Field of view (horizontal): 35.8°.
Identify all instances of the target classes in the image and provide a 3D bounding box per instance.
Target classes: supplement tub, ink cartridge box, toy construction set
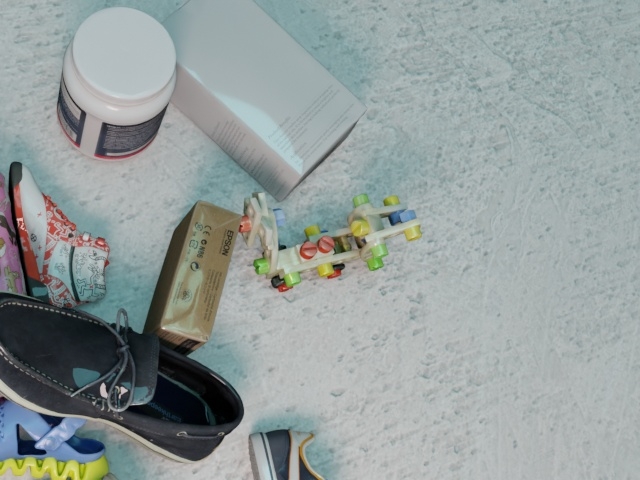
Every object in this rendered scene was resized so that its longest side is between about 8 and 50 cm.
[{"bbox_3d":[-0.356,-0.266,1.724,0.191,0.272,0.191,5,72,-17],"label":"supplement tub"},{"bbox_3d":[-0.225,0.072,1.703,0.088,0.193,0.234,19,69,-15],"label":"ink cartridge box"},{"bbox_3d":[0.000,0.000,1.786,0.328,0.215,0.151,1,72,-19],"label":"toy construction set"}]

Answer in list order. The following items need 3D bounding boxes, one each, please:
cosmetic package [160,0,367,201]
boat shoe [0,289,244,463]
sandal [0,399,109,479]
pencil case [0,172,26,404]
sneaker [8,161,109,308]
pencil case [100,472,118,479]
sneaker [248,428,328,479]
[{"bbox_3d":[-0.131,-0.288,1.872,0.385,0.156,0.217,44,65,0],"label":"cosmetic package"},{"bbox_3d":[-0.324,0.203,1.546,0.500,0.156,0.186,34,40,-33],"label":"boat shoe"},{"bbox_3d":[-0.488,0.302,1.570,0.318,0.126,0.138,8,98,-24],"label":"sandal"},{"bbox_3d":[-0.556,0.073,1.610,0.160,0.167,0.386,-17,79,-1],"label":"pencil case"},{"bbox_3d":[-0.450,-0.012,1.716,0.145,0.090,0.270,-10,80,-22],"label":"sneaker"},{"bbox_3d":[-0.431,0.545,1.499,0.410,0.183,0.160,-38,52,-21],"label":"pencil case"},{"bbox_3d":[-0.034,0.476,1.675,0.128,0.126,0.321,-7,74,-14],"label":"sneaker"}]
